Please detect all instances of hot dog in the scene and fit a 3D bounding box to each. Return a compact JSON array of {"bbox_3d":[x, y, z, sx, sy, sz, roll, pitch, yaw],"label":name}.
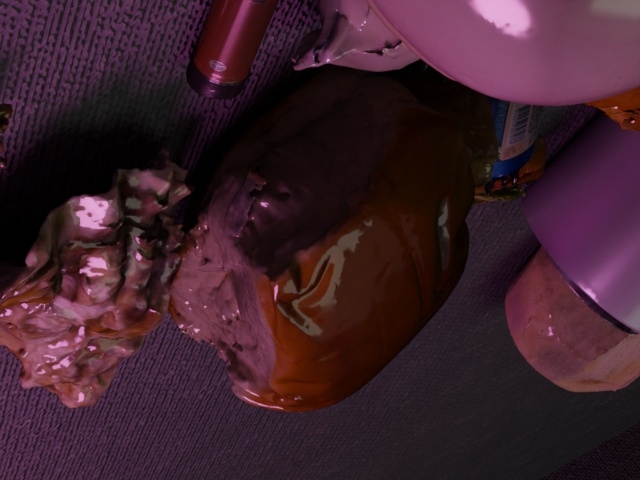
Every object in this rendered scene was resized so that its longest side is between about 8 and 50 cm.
[{"bbox_3d":[0.177,-0.074,2.071,0.236,0.062,0.092,-11,145,-51],"label":"hot dog"}]

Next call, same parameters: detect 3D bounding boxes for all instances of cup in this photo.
[{"bbox_3d":[0.426,-0.083,2.204,0.371,0.253,0.253,-49,157,21],"label":"cup"}]

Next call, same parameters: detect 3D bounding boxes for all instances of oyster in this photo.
[{"bbox_3d":[-0.202,0.040,1.614,0.238,0.114,0.351,-27,158,-25],"label":"oyster"}]

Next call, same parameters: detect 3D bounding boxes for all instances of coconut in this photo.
[{"bbox_3d":[0.345,0.088,2.516,0.237,0.197,0.237,-21,153,-11],"label":"coconut"}]

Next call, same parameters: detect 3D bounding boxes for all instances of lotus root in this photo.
[{"bbox_3d":[0.101,-0.096,1.797,0.081,0.122,0.112,-28,136,-29],"label":"lotus root"}]

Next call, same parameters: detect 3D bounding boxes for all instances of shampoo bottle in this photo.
[{"bbox_3d":[0.187,-0.125,1.925,0.087,0.050,0.183,-32,144,-35],"label":"shampoo bottle"}]

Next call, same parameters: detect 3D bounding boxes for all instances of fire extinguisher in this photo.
[{"bbox_3d":[-0.061,-0.179,1.469,0.062,0.050,0.177,12,141,-12],"label":"fire extinguisher"}]

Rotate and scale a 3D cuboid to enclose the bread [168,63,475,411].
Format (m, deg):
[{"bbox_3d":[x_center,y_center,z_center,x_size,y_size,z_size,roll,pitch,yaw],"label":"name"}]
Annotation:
[{"bbox_3d":[0.000,0.000,1.692,0.250,0.225,0.279,-39,155,-22],"label":"bread"}]

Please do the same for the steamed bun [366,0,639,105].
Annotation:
[{"bbox_3d":[0.160,-0.224,1.377,0.309,0.309,0.309,-32,159,-14],"label":"steamed bun"}]

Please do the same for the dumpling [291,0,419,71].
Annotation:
[{"bbox_3d":[0.056,-0.192,1.564,0.188,0.108,0.127,-40,-179,2],"label":"dumpling"}]

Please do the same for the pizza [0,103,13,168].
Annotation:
[{"bbox_3d":[-0.293,-0.033,1.367,0.194,0.069,0.154,-35,159,-2],"label":"pizza"}]

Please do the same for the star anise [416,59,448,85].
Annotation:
[{"bbox_3d":[0.138,-0.217,1.697,0.182,0.065,0.195,-1,139,-51],"label":"star anise"}]

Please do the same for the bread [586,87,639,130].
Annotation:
[{"bbox_3d":[0.331,-0.262,1.626,0.358,0.204,0.337,-53,143,12],"label":"bread"}]
